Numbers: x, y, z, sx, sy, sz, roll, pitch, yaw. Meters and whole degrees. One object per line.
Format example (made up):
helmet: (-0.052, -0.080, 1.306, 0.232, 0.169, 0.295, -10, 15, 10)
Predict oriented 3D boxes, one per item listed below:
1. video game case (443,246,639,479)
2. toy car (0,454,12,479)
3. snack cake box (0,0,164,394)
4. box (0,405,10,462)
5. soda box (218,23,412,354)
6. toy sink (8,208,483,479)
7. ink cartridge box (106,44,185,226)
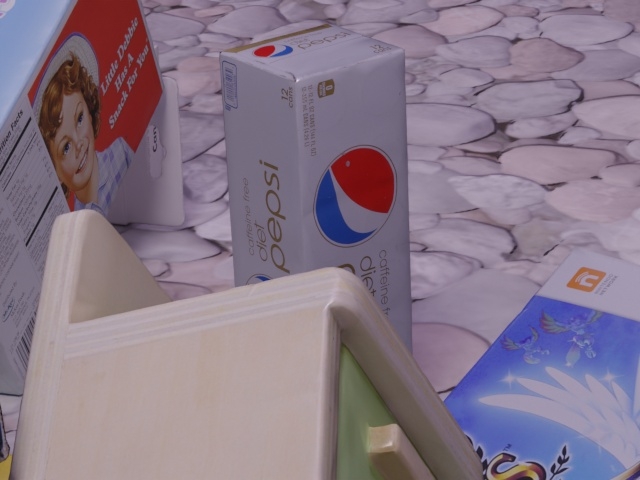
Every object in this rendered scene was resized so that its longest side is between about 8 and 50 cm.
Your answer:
video game case: (0.142, 0.131, 0.765, 0.244, 0.061, 0.269, 16, 49, 38)
toy car: (-0.189, 0.168, 0.816, 0.225, 0.053, 0.239, -13, 26, -22)
snack cake box: (-0.186, -0.059, 1.093, 0.089, 0.152, 0.264, 5, 49, 18)
box: (-0.334, 0.097, 0.734, 0.395, 0.097, 0.318, -15, 0, -15)
soda box: (0.000, 0.000, 0.973, 0.074, 0.216, 0.069, -19, 29, -33)
toy sink: (-0.021, 0.105, 0.687, 0.131, 0.153, 0.234, -13, 48, 18)
ink cartridge box: (-0.176, -0.080, 1.292, 0.198, 0.115, 0.067, 8, 26, 19)
